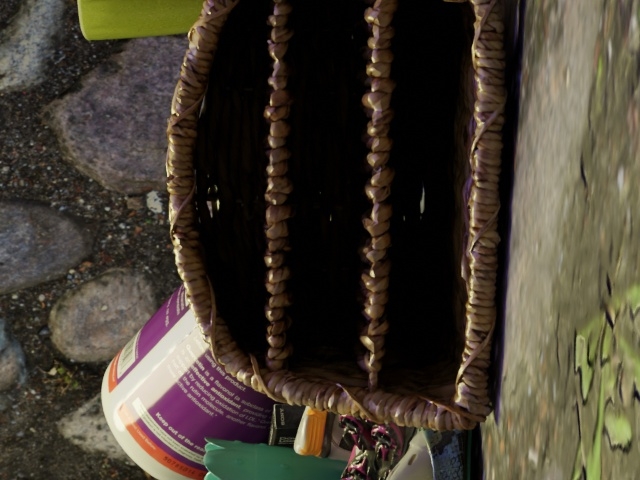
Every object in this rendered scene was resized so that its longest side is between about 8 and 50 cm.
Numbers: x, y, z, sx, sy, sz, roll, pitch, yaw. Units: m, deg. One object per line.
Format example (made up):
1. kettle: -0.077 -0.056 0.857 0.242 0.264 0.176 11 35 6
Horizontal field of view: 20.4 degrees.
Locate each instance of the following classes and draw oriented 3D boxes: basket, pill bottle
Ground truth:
1. basket: 0.003 -0.042 1.186 0.223 0.213 0.299 -101 13 -77
2. pill bottle: -0.072 0.101 1.812 0.323 0.181 0.181 -46 30 33

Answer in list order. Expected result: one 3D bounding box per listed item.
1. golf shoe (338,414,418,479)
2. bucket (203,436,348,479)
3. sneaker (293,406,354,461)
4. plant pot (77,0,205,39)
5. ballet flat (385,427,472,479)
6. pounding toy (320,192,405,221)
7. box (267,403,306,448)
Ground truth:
1. golf shoe: 0.062 0.164 1.460 0.086 0.067 0.186 -53 -22 -32
2. bucket: -0.019 0.317 1.611 0.281 0.183 0.281 -178 90 -87
3. sneaker: 0.043 0.114 1.584 0.084 0.083 0.215 105 -175 -53
4. plant pot: -0.060 -0.309 1.619 0.275 0.294 0.274 -176 90 -88
5. ballet flat: 0.071 0.184 1.184 0.070 0.070 0.188 98 172 -61
6. pounding toy: 0.040 -0.131 1.579 0.181 0.094 0.206 113 158 -80
7. box: 0.007 0.195 1.769 0.162 0.116 0.029 99 167 -66
